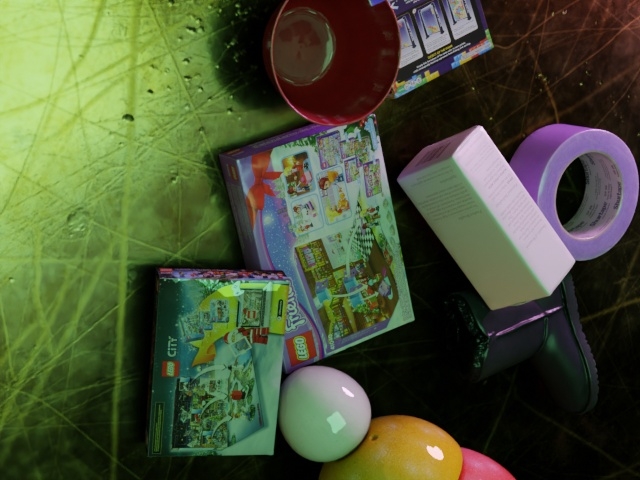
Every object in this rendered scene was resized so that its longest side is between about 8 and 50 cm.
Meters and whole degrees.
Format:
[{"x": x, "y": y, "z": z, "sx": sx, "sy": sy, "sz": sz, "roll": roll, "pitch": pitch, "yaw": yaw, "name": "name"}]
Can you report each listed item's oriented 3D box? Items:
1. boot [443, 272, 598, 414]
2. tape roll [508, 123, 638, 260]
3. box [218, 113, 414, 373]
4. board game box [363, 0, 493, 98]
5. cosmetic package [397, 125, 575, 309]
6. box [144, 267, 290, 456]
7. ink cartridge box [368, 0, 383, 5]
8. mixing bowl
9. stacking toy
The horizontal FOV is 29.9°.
[{"x": 0.281, "y": 0.163, "z": 1.711, "sx": 0.207, "sy": 0.094, "sz": 0.246, "roll": -20, "pitch": 103, "yaw": -29, "name": "boot"}, {"x": 0.359, "y": -0.070, "z": 1.717, "sx": 0.189, "sy": 0.080, "sz": 0.188, "roll": -6, "pitch": 103, "yaw": -29, "name": "tape roll"}, {"x": 0.000, "y": 0.000, "z": 1.536, "sx": 0.201, "sy": 0.057, "sz": 0.293, "roll": -20, "pitch": 110, "yaw": -24, "name": "box"}, {"x": 0.130, "y": -0.282, "z": 1.558, "sx": 0.170, "sy": 0.048, "sz": 0.141, "roll": -29, "pitch": 111, "yaw": -22, "name": "board game box"}, {"x": 0.220, "y": -0.027, "z": 1.585, "sx": 0.231, "sy": 0.117, "sz": 0.085, "roll": 53, "pitch": 55, "yaw": -14, "name": "cosmetic package"}, {"x": -0.128, "y": 0.150, "z": 1.469, "sx": 0.159, "sy": 0.044, "sz": 0.233, "roll": 2, "pitch": 105, "yaw": -14, "name": "box"}, {"x": 0.098, "y": -0.410, "z": 1.454, "sx": 0.208, "sy": 0.045, "sz": 0.206, "roll": -31, "pitch": 100, "yaw": -39, "name": "ink cartridge box"}, {"x": -0.002, "y": -0.234, "z": 1.462, "sx": 0.182, "sy": 0.098, "sz": 0.181, "roll": -7, "pitch": 104, "yaw": -28, "name": "mixing bowl"}, {"x": 0.107, "y": 0.350, "z": 1.565, "sx": 0.350, "sy": 0.351, "sz": 0.480, "roll": -46, "pitch": 104, "yaw": -14, "name": "stacking toy"}]
